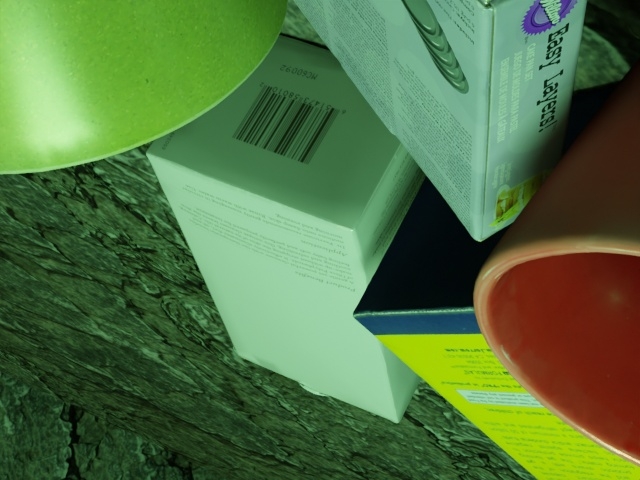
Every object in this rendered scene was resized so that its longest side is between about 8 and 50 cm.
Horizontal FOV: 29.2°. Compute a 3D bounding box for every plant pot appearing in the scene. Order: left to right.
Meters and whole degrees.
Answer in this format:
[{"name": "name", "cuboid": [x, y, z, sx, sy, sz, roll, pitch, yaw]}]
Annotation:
[{"name": "plant pot", "cuboid": [-0.177, -0.237, 0.679, 0.274, 0.275, 0.294, 16, 139, 27]}, {"name": "plant pot", "cuboid": [0.256, -0.013, 0.684, 0.274, 0.243, 0.275, 24, 156, 11]}]

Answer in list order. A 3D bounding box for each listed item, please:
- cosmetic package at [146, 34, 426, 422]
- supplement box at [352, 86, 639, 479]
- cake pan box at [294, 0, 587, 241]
[{"name": "cosmetic package", "cuboid": [0.000, 0.000, 1.100, 0.196, 0.155, 0.365, 21, 156, 19]}, {"name": "supplement box", "cuboid": [0.237, 0.078, 0.945, 0.356, 0.194, 0.195, 41, 153, -27]}, {"name": "cake pan box", "cuboid": [0.041, -0.159, 0.693, 0.267, 0.070, 0.246, 55, 169, 26]}]
